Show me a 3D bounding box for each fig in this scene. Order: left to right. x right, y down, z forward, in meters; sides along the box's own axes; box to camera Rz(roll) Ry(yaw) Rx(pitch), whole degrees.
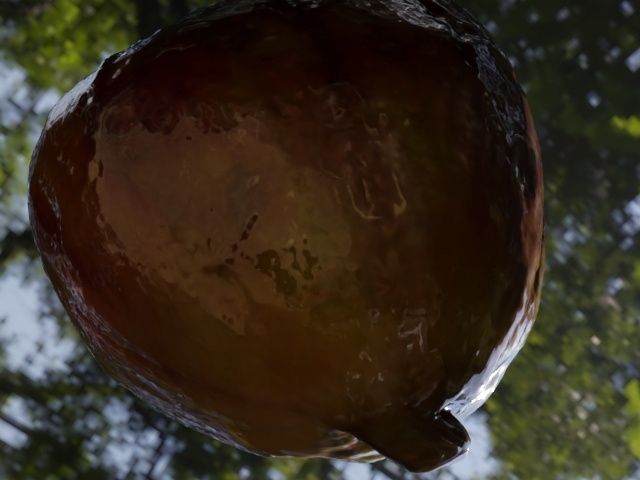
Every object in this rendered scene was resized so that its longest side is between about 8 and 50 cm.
[{"bbox_3d":[-0.005,-0.010,0.800,0.224,0.224,0.263,-57,-156,-9],"label":"fig"}]
